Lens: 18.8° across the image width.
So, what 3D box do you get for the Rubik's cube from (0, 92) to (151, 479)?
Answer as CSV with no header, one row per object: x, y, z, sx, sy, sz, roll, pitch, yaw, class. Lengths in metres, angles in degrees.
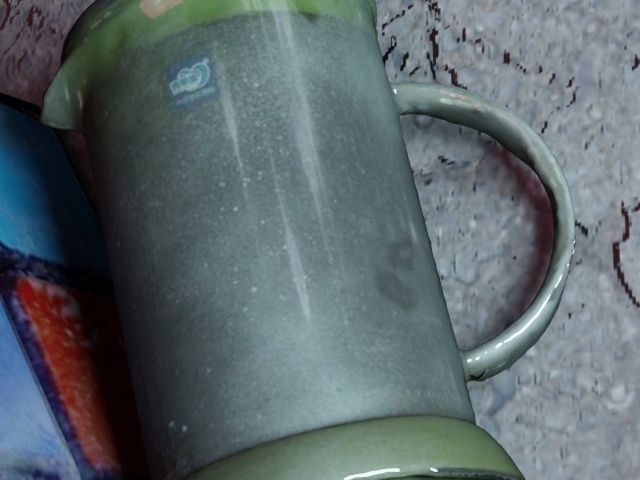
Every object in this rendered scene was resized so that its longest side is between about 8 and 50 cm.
-0.297,0.093,1.103,0.316,0.318,0.313,-35,65,17,Rubik's cube

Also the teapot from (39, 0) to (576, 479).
0.000,0.000,1.038,0.271,0.200,0.337,-14,67,1,teapot
